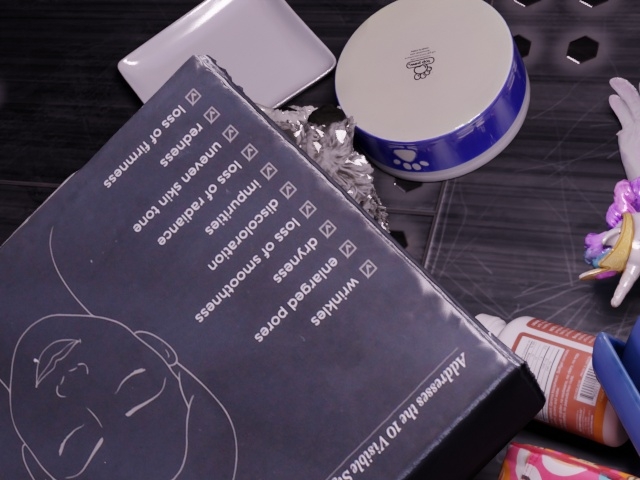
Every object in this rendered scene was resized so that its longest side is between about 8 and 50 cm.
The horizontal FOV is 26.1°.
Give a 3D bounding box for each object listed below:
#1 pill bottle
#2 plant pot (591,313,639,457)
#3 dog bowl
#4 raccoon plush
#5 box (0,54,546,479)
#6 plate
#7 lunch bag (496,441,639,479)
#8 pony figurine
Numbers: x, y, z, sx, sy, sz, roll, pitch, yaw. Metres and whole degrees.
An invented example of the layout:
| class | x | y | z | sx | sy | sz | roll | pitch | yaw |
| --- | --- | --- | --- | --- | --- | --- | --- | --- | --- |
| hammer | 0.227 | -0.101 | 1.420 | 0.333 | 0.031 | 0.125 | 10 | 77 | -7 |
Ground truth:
| class | x | y | z | sx | sy | sz | roll | pitch | yaw |
| --- | --- | --- | --- | --- | --- | --- | --- | --- | --- |
| pill bottle | 0.280 | 0.162 | 1.678 | 0.216 | 0.121 | 0.121 | 17 | 69 | 30 |
| plant pot | 0.445 | 0.164 | 1.486 | 0.212 | 0.236 | 0.236 | -39 | 52 | 20 |
| dog bowl | 0.158 | -0.221 | 1.963 | 0.265 | 0.104 | 0.264 | -10 | 58 | 17 |
| raccoon plush | 0.000 | 0.000 | 1.895 | 0.216 | 0.299 | 0.446 | -22 | 92 | 4 |
| box | -0.101 | 0.156 | 1.465 | 0.480 | 0.297 | 0.472 | -45 | 69 | 0 |
| plate | -0.144 | -0.263 | 2.145 | 0.278 | 0.045 | 0.277 | -36 | 54 | -1 |
| lunch bag | 0.340 | 0.328 | 1.479 | 0.293 | 0.258 | 0.120 | 18 | 79 | 45 |
| pony figurine | 0.486 | -0.088 | 1.681 | 0.364 | 0.303 | 0.350 | -2 | 68 | 3 |
